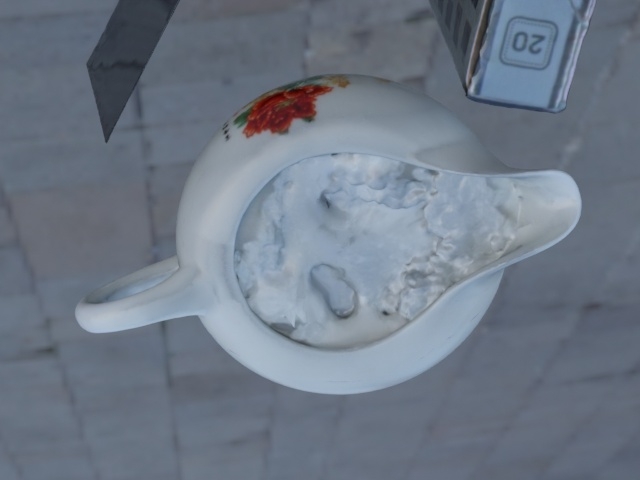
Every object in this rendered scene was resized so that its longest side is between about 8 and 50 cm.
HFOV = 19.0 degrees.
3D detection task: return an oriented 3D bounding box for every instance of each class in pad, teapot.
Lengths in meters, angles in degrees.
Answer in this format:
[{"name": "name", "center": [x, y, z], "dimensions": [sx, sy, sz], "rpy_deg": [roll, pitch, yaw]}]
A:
[{"name": "pad", "center": [-0.063, -0.145, 0.886], "dimensions": [0.004, 0.190, 0.127], "rpy_deg": [25, -164, -19]}, {"name": "teapot", "center": [0.000, 0.000, 0.854], "dimensions": [0.226, 0.145, 0.092], "rpy_deg": [-19, -167, 3]}]

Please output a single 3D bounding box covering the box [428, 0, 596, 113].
[{"name": "box", "center": [0.104, -0.232, 0.754], "dimensions": [0.047, 0.180, 0.325], "rpy_deg": [10, 115, -11]}]
